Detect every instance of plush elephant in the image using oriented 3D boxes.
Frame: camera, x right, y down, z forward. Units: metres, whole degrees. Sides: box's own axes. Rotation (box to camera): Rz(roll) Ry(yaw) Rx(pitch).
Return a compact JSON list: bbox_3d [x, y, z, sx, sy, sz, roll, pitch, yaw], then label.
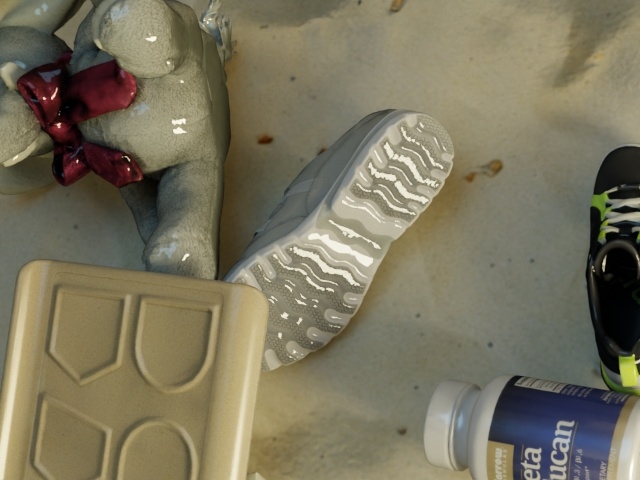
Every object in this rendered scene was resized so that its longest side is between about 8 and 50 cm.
[{"bbox_3d":[-0.220,-0.122,1.427,0.255,0.272,0.330,-6,28,8],"label":"plush elephant"}]

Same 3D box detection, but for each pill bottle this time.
[{"bbox_3d":[0.168,0.153,1.213,0.169,0.094,0.094,7,67,26],"label":"pill bottle"}]

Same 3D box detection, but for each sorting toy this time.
[{"bbox_3d":[-0.163,0.177,1.306,0.229,0.041,0.307,6,87,24],"label":"sorting toy"}]

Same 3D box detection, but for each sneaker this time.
[{"bbox_3d":[0.251,0.011,1.250,0.084,0.097,0.235,-9,58,18],"label":"sneaker"},{"bbox_3d":[0.000,0.000,1.386,0.281,0.105,0.115,-45,22,0],"label":"sneaker"}]

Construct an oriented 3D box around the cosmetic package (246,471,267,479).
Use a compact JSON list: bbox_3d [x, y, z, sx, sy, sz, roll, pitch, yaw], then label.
[{"bbox_3d":[-0.096,0.232,1.315,0.115,0.041,0.060,-14,60,16],"label":"cosmetic package"}]
